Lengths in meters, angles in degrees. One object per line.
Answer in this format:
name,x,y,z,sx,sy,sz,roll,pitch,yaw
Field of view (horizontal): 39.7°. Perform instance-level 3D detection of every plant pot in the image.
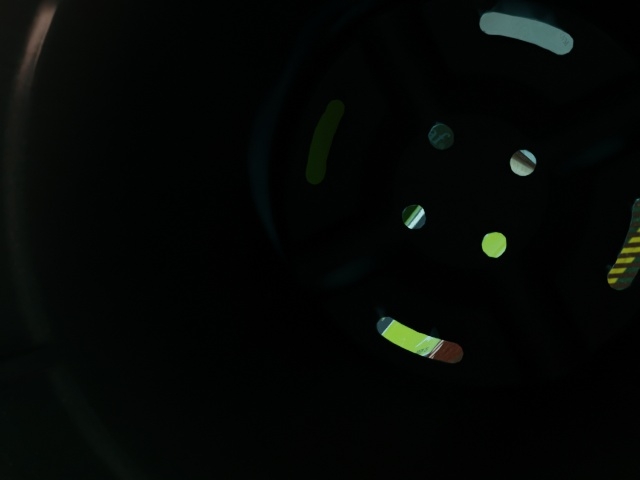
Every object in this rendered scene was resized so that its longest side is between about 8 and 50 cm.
plant pot,0.041,-0.021,0.384,0.341,0.341,0.334,-53,168,12

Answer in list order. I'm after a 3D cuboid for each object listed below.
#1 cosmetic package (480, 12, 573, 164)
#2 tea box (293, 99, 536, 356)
cosmetic package,0.265,-0.193,0.930,0.224,0.224,0.138,-48,160,-1
tea box,0.000,0.000,0.758,0.323,0.220,0.329,-52,159,13
